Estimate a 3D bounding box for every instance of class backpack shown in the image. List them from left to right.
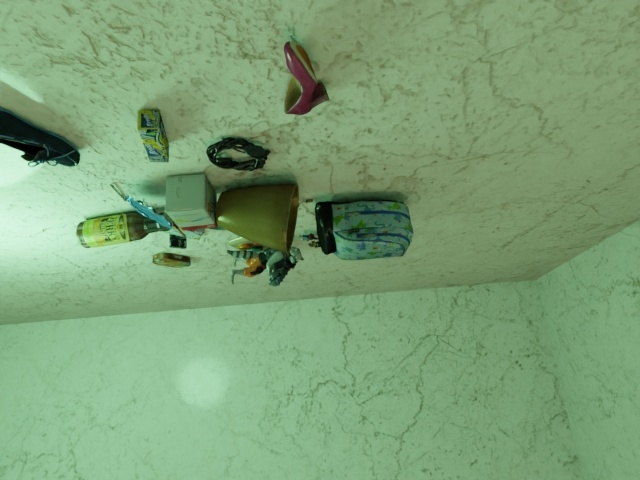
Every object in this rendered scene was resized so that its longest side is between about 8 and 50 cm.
[{"bbox_3d":[0.177,-0.043,1.840,0.356,0.273,0.290,-16,156,-7],"label":"backpack"}]

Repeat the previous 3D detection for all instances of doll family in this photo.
[{"bbox_3d":[0.000,0.000,2.124,0.193,0.075,0.111,-5,-179,-17],"label":"doll family"}]

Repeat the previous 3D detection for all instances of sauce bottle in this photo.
[{"bbox_3d":[-0.722,-0.047,1.753,0.345,0.111,0.111,-10,161,9],"label":"sauce bottle"}]

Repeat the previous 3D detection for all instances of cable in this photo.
[{"bbox_3d":[-0.248,-0.249,1.392,0.185,0.047,0.151,3,165,-31],"label":"cable"}]

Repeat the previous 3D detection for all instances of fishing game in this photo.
[{"bbox_3d":[-0.563,-0.100,1.582,0.264,0.041,0.189,29,164,11],"label":"fishing game"}]

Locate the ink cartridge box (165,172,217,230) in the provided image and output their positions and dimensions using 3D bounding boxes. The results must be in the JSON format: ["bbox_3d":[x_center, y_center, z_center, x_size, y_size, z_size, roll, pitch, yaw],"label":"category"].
[{"bbox_3d":[-0.422,-0.125,1.566,0.128,0.128,0.176,-5,162,1],"label":"ink cartridge box"}]

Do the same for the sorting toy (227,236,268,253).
[{"bbox_3d":[-0.284,0.018,2.162,0.193,0.038,0.208,-16,158,30],"label":"sorting toy"}]

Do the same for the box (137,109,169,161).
[{"bbox_3d":[-0.436,-0.270,1.243,0.054,0.059,0.169,-3,161,-11],"label":"box"}]

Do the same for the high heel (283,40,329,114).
[{"bbox_3d":[-0.065,-0.354,1.065,0.117,0.082,0.244,-20,171,12],"label":"high heel"}]

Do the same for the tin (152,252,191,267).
[{"bbox_3d":[-0.715,0.096,2.284,0.106,0.040,0.190,-25,153,36],"label":"tin"}]

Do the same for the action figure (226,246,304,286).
[{"bbox_3d":[-0.240,0.098,2.104,0.331,0.178,0.341,-13,-170,-1],"label":"action figure"}]

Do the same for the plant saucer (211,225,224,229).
[{"bbox_3d":[-0.402,-0.072,1.894,0.120,0.021,0.119,-4,161,-1],"label":"plant saucer"}]

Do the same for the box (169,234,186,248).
[{"bbox_3d":[-0.580,-0.009,1.934,0.067,0.083,0.018,8,157,-33],"label":"box"}]

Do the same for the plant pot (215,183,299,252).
[{"bbox_3d":[-0.217,-0.091,1.624,0.255,0.236,0.237,8,162,5],"label":"plant pot"}]

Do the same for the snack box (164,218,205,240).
[{"bbox_3d":[-0.536,-0.047,1.878,0.141,0.037,0.100,14,156,-21],"label":"snack box"}]

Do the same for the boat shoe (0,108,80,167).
[{"bbox_3d":[-0.742,-0.236,1.216,0.109,0.088,0.258,-14,159,25],"label":"boat shoe"}]

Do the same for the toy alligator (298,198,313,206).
[{"bbox_3d":[-0.120,-0.123,1.770,0.190,0.051,0.056,-4,162,-4],"label":"toy alligator"}]
